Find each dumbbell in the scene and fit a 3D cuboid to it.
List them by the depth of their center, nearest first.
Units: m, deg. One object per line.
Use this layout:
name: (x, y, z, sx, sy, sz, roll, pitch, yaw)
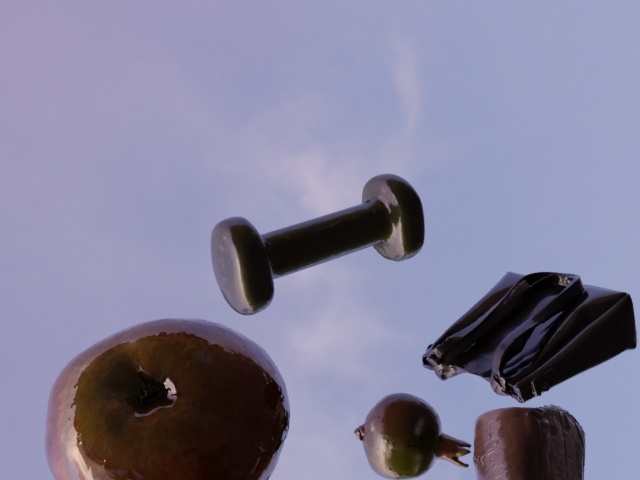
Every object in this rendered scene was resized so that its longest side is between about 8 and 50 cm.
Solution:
dumbbell: (0.000, 0.000, 0.394, 0.118, 0.046, 0.052, -17, -61, -27)

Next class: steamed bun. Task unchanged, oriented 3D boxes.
steamed bun: (0.414, 0.466, 1.506, 0.301, 0.199, 0.252, 29, -122, -43)

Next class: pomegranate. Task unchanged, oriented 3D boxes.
pomegranate: (0.204, 0.449, 1.626, 0.198, 0.246, 0.198, -30, -48, -40)

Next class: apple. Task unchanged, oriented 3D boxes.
apple: (-0.205, 0.231, 0.950, 0.309, 0.277, 0.250, -37, -42, 4)

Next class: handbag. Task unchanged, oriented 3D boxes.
handbag: (0.315, 0.149, 1.154, 0.257, 0.285, 0.114, -30, -74, -21)
